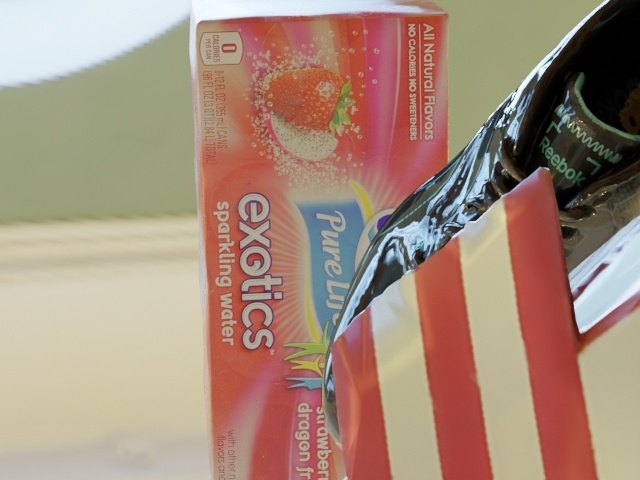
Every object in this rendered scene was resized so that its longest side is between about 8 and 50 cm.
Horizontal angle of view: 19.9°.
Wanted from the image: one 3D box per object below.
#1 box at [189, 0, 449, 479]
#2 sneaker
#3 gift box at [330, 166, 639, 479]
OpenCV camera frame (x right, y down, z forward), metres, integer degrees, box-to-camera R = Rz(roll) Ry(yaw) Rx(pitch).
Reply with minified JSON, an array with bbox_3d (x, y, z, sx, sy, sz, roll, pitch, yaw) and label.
[{"bbox_3d":[0.000,0.000,1.128,0.154,0.300,0.142,-2,-166,-5],"label":"box"},{"bbox_3d":[0.084,-0.017,0.754,0.101,0.267,0.106,39,-173,14],"label":"sneaker"},{"bbox_3d":[0.117,0.099,0.458,0.255,0.276,0.258,45,-144,6],"label":"gift box"}]
